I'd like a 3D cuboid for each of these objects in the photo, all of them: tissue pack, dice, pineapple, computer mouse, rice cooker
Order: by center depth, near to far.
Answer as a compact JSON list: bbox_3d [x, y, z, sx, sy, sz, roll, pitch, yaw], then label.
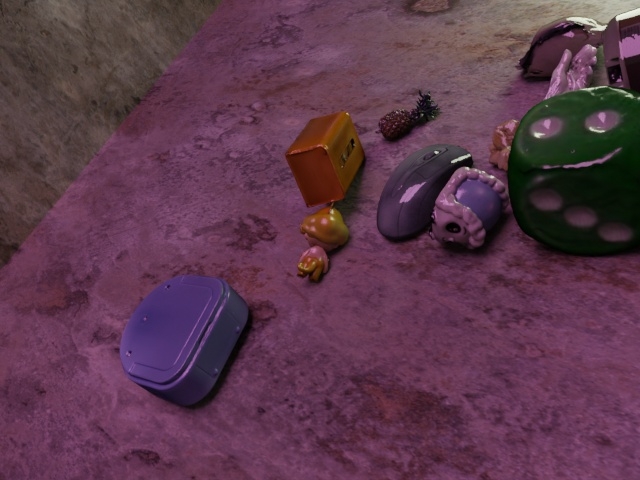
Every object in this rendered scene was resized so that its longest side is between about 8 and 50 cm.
[{"bbox_3d":[0.618,-0.161,1.514,0.300,0.297,0.287,-1,51,36],"label":"dice"},{"bbox_3d":[0.865,-0.429,1.548,0.325,0.335,0.335,-11,48,34],"label":"rice cooker"},{"bbox_3d":[0.289,-0.167,1.896,0.188,0.122,0.371,24,67,45],"label":"computer mouse"},{"bbox_3d":[0.023,-0.263,2.052,0.145,0.194,0.274,-13,28,26],"label":"tissue pack"},{"bbox_3d":[0.278,-0.406,2.136,0.221,0.083,0.103,-28,43,9],"label":"pineapple"}]

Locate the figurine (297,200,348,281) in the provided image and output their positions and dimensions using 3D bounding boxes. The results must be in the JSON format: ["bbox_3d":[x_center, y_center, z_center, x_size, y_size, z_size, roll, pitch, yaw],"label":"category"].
[{"bbox_3d":[0.000,0.000,1.950,0.156,0.131,0.246,16,71,1],"label":"figurine"}]

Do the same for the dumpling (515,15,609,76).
[{"bbox_3d":[0.714,-0.596,1.940,0.293,0.163,0.204,-14,50,42],"label":"dumpling"}]

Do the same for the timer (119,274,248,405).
[{"bbox_3d":[-0.421,0.286,1.953,0.395,0.173,0.394,-19,46,21],"label":"timer"}]

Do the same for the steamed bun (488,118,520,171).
[{"bbox_3d":[0.548,-0.263,1.797,0.192,0.106,0.177,-21,43,22],"label":"steamed bun"}]

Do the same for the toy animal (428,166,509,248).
[{"bbox_3d":[0.383,-0.072,1.696,0.156,0.208,0.204,28,70,20],"label":"toy animal"}]

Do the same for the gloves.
[{"bbox_3d":[0.697,-0.446,1.837,0.229,0.119,0.097,-56,7,9],"label":"gloves"}]
